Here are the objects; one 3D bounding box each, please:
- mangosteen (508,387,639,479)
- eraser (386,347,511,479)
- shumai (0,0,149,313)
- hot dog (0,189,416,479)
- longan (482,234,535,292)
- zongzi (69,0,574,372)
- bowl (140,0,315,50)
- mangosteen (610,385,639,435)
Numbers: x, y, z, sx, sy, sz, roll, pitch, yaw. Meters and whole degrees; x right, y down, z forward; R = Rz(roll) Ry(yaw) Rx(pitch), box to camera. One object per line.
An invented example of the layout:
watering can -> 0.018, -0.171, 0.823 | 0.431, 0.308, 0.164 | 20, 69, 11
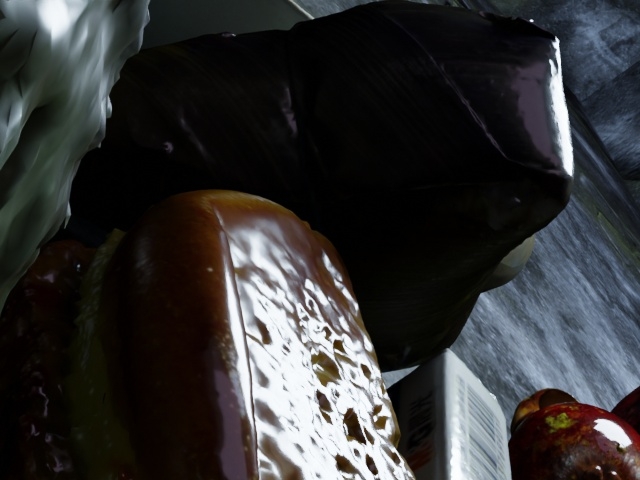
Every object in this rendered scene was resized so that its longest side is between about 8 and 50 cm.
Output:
mangosteen -> 0.242, 0.224, 1.539 | 0.146, 0.156, 0.181 | 13, -3, 9
eraser -> 0.069, 0.192, 1.155 | 0.081, 0.124, 0.279 | 49, 17, -15
shumai -> -0.234, 0.035, 0.400 | 0.395, 0.395, 0.348 | 24, 59, -59
hot dog -> -0.067, 0.125, 0.808 | 0.223, 0.185, 0.405 | 43, 20, -39
longan -> 0.143, -0.023, 1.715 | 0.189, 0.189, 0.189 | 48, 18, -21
zongzi -> -0.068, -0.014, 1.180 | 0.403, 0.432, 0.208 | 107, -22, -65
bowl -> -0.067, -0.149, 1.359 | 0.277, 0.145, 0.277 | 36, 6, -4
mangosteen -> 0.402, 0.272, 1.652 | 0.300, 0.300, 0.300 | 48, 18, -21
